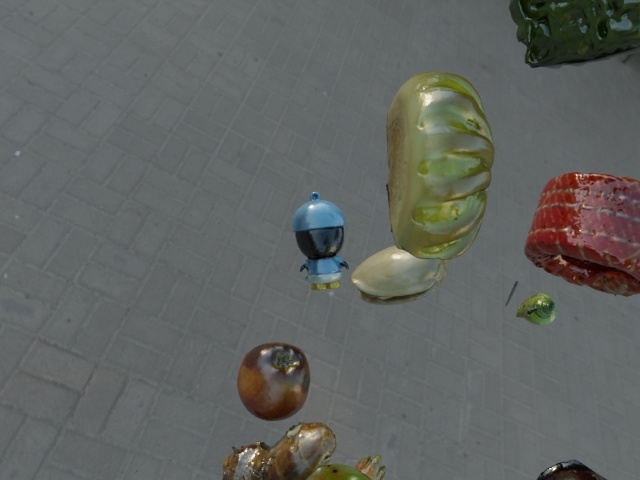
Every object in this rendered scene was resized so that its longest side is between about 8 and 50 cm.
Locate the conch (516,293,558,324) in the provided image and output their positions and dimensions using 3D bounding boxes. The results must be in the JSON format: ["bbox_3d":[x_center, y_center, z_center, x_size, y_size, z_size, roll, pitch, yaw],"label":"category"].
[{"bbox_3d":[0.659,0.207,1.477,0.079,0.201,0.095,32,90,-5],"label":"conch"}]

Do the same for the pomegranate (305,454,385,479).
[{"bbox_3d":[0.043,0.434,0.802,0.159,0.159,0.205,50,38,8],"label":"pomegranate"}]

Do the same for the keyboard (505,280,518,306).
[{"bbox_3d":[0.746,0.209,1.909,0.011,0.202,0.067,27,80,23],"label":"keyboard"}]

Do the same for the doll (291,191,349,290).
[{"bbox_3d":[0.000,0.000,1.576,0.177,0.141,0.315,-6,93,9],"label":"doll"}]

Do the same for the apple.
[{"bbox_3d":[-0.137,0.413,1.462,0.229,0.230,0.230,14,54,-21],"label":"apple"}]

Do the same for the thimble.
[{"bbox_3d":[0.736,-0.013,1.294,0.349,0.350,0.231,24,82,-14],"label":"thimble"}]

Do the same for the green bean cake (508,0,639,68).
[{"bbox_3d":[0.561,-0.537,0.984,0.218,0.318,0.335,-46,118,-43],"label":"green bean cake"}]

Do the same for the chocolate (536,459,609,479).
[{"bbox_3d":[0.743,0.794,1.356,0.283,0.186,0.284,0,91,-1],"label":"chocolate"}]

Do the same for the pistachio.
[{"bbox_3d":[0.178,0.072,1.084,0.214,0.144,0.144,-14,59,13],"label":"pistachio"}]

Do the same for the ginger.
[{"bbox_3d":[-0.133,0.645,1.396,0.254,0.418,0.176,38,25,-5],"label":"ginger"}]

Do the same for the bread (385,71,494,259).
[{"bbox_3d":[0.091,-0.074,0.377,0.082,0.094,0.157,-2,50,6],"label":"bread"}]
